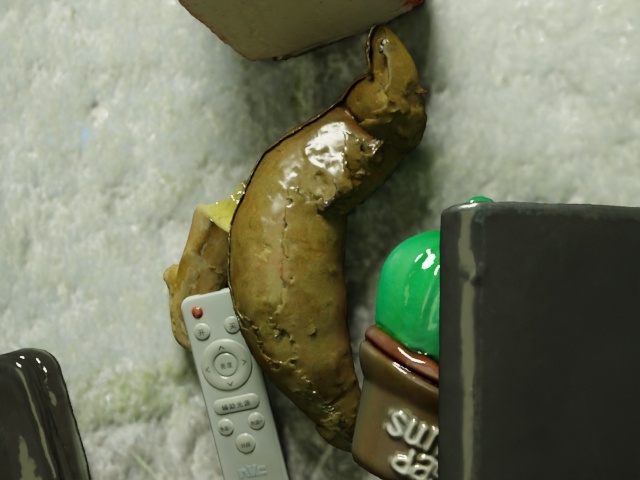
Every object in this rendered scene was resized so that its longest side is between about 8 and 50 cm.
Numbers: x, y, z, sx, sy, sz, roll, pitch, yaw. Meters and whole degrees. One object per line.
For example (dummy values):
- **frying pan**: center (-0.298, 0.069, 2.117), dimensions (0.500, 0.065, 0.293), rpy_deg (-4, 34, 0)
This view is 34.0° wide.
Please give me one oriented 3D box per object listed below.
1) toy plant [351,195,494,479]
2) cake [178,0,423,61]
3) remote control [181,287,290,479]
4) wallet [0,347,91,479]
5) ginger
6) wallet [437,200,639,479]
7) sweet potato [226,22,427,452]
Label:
- **toy plant**: center (0.096, 0.073, 0.708), dimensions (0.143, 0.105, 0.200), rpy_deg (23, 91, -5)
- **cake**: center (-0.044, -0.277, 0.736), dimensions (0.158, 0.160, 0.262), rpy_deg (-18, 82, 23)
- **remote control**: center (-0.060, 0.127, 0.795), dimensions (0.050, 0.027, 0.184), rpy_deg (-13, 95, 7)
- **wallet**: center (-0.369, 0.222, 0.910), dimensions (0.378, 0.051, 0.197), rpy_deg (-18, 86, 20)
- **ginger**: center (-0.087, 0.017, 0.811), dimensions (0.057, 0.044, 0.137), rpy_deg (24, 100, -5)
- **wallet**: center (0.176, 0.180, 0.650), dimensions (0.228, 0.062, 0.406), rpy_deg (1, 89, -14)
- **sweet potato**: center (-0.003, -0.003, 0.752), dimensions (0.124, 0.098, 0.310), rpy_deg (13, 97, 13)
